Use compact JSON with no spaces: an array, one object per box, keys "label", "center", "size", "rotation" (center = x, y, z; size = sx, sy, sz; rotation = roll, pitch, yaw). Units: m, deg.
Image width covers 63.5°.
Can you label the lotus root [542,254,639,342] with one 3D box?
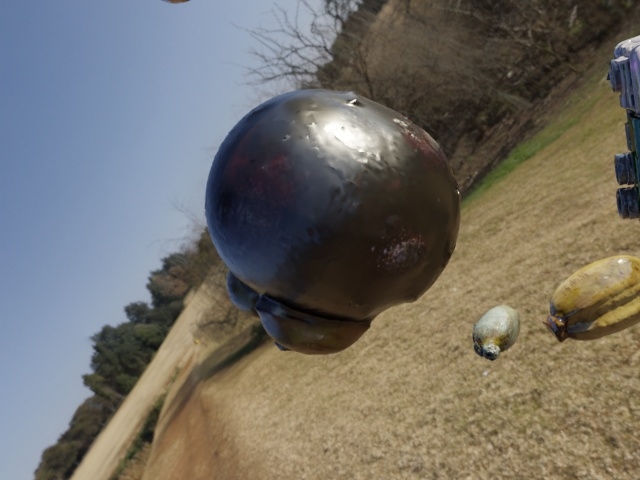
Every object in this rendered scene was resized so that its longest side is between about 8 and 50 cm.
[{"label":"lotus root","center":[0.294,0.056,0.531],"size":[0.151,0.072,0.063],"rotation":[-22,-6,-6]}]

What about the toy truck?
[{"label":"toy truck","center":[0.570,-0.153,0.821],"size":[0.176,0.364,0.178],"rotation":[-9,11,24]}]

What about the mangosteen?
[{"label":"mangosteen","center":[0.000,0.000,0.445],"size":[0.211,0.211,0.250],"rotation":[-70,2,-65]}]

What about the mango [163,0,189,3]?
[{"label":"mango","center":[-0.200,-0.355,0.637],"size":[0.089,0.164,0.115],"rotation":[-41,-35,-35]}]

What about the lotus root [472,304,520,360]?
[{"label":"lotus root","center":[0.349,0.184,1.038],"size":[0.165,0.088,0.088],"rotation":[-31,-15,-47]}]
